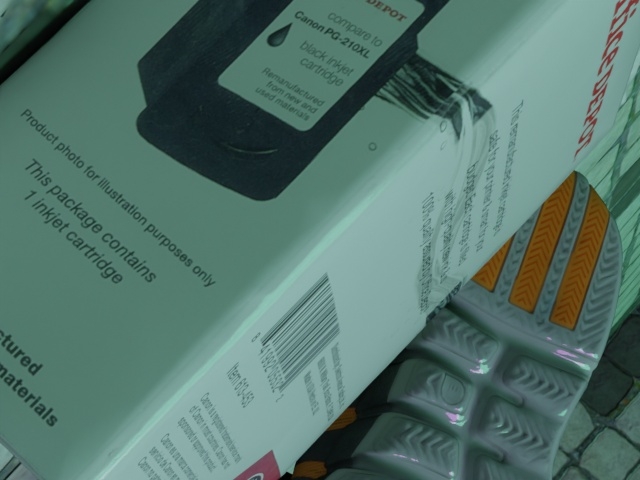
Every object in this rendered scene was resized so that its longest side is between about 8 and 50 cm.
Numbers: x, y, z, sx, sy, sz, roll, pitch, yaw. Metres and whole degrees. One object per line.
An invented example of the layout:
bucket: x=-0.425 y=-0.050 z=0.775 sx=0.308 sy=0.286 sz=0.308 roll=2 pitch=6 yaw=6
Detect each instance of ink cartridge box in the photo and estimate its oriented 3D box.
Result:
ink cartridge box: x=-0.008 y=-0.021 z=0.465 sx=0.237 sy=0.100 sz=0.172 roll=-45 pitch=164 yaw=-12

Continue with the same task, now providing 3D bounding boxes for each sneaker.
sneaker: x=0.029 y=0.119 z=0.697 sx=0.321 sy=0.124 sz=0.180 roll=-63 pitch=-167 yaw=-19

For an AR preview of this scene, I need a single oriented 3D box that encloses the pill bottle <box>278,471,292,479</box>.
pill bottle: x=-0.077 y=0.185 z=0.721 sx=0.123 sy=0.123 sz=0.219 roll=-57 pitch=164 yaw=25
